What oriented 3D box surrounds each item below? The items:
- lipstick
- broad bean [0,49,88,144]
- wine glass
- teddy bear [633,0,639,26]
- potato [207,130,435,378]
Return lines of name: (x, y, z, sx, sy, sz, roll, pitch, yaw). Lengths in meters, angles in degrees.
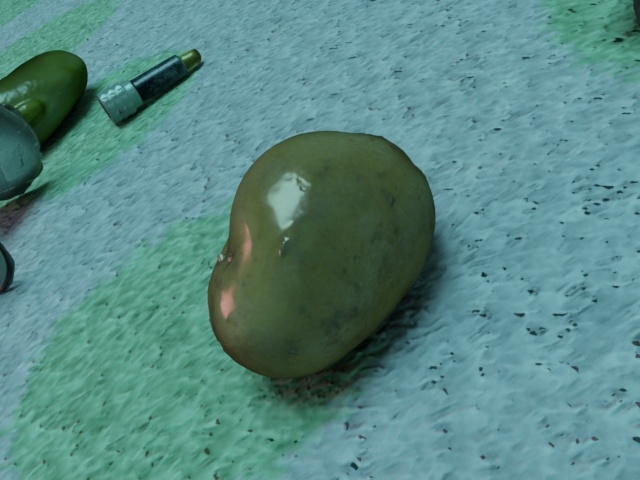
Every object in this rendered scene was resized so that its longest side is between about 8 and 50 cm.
lipstick: (-0.171, -0.163, 0.832, 0.116, 0.037, 0.037, -34, 33, -11)
broad bean: (-0.328, -0.154, 0.899, 0.124, 0.082, 0.174, -5, 43, 37)
wine glass: (-0.310, -0.030, 0.708, 0.122, 0.122, 0.183, -26, 39, 10)
teddy bear: (0.280, -0.247, 0.469, 0.251, 0.171, 0.144, -36, 53, -17)
potato: (0.000, 0.003, 0.419, 0.112, 0.112, 0.147, 8, 57, 44)
